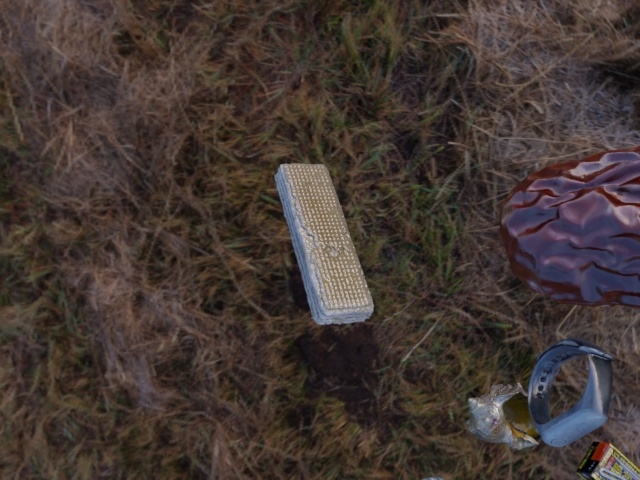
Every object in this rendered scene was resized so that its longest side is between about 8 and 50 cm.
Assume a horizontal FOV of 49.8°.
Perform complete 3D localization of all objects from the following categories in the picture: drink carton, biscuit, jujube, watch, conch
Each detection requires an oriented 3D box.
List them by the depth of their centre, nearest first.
[{"bbox_3d":[0.280,-0.006,0.614,0.230,0.155,0.155,-6,93,22],"label":"jujube"},{"bbox_3d":[0.537,0.435,1.215,0.165,0.071,0.056,42,160,-8],"label":"drink carton"},{"bbox_3d":[0.466,0.272,1.288,0.068,0.193,0.206,20,136,-10],"label":"watch"},{"bbox_3d":[0.000,0.000,1.628,0.078,0.143,0.426,-58,42,49],"label":"biscuit"},{"bbox_3d":[0.498,0.469,1.828,0.245,0.163,0.178,36,127,-10],"label":"conch"}]

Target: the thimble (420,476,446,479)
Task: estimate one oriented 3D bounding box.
[{"bbox_3d":[0.337,0.841,2.027,0.250,0.204,0.172,-110,34,-44],"label":"thimble"}]
